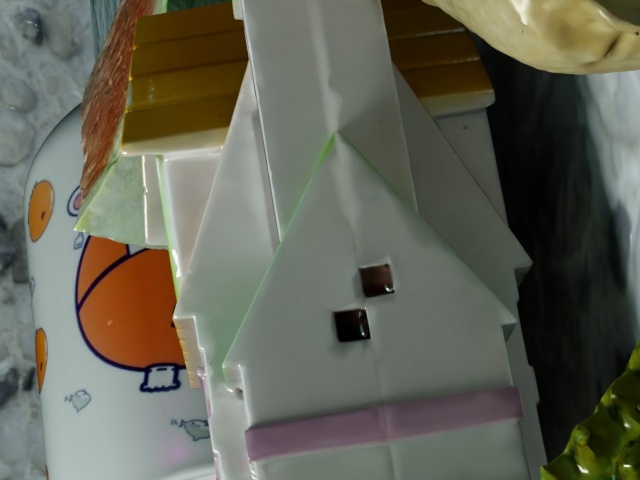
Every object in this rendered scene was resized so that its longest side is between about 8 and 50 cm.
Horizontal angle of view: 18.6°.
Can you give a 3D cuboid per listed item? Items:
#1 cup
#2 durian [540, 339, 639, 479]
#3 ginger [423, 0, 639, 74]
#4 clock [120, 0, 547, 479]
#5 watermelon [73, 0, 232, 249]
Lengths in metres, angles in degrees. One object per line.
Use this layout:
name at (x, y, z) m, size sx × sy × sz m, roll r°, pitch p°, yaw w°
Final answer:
cup at (-0.082, 0.058, 1.267) m, size 0.212 × 0.212 × 0.317 m, roll 101°, pitch 160°, yaw -54°
durian at (0.125, 0.150, 0.673) m, size 0.355 × 0.157 × 0.169 m, roll 100°, pitch -164°, yaw -50°
ginger at (0.059, -0.156, 0.701) m, size 0.354 × 0.126 × 0.190 m, roll -113°, pitch 28°, yaw -59°
clock at (0.000, 0.000, 0.891) m, size 0.235 × 0.166 × 0.309 m, roll 93°, pitch 169°, yaw -75°
watermelon at (-0.053, -0.081, 1.098) m, size 0.260 × 0.176 × 0.256 m, roll -109°, pitch -7°, yaw -57°
